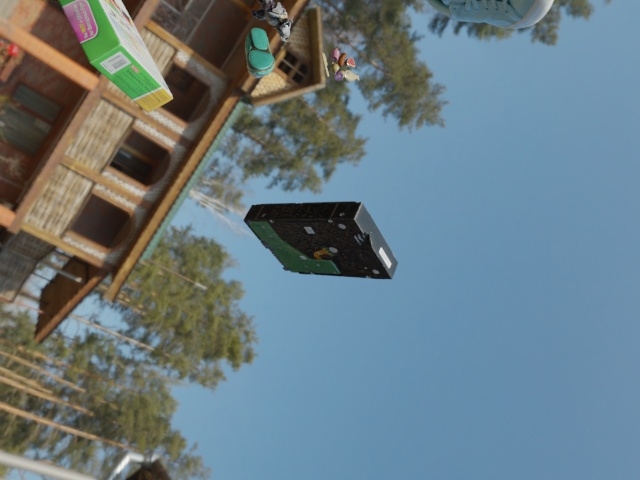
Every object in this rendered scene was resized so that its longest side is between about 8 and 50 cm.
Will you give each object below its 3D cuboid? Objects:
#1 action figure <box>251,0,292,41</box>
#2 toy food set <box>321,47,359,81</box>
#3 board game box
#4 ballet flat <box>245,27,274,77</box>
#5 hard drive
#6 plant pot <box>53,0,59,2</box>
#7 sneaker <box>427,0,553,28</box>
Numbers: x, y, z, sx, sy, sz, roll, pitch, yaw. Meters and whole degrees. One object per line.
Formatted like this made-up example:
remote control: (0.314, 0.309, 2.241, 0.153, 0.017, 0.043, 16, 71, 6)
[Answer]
action figure: (-0.176, -0.757, 1.804, 0.099, 0.285, 0.185, -38, -156, -17)
toy food set: (0.053, -0.421, 1.371, 0.019, 0.122, 0.078, -11, -85, 41)
board game box: (-0.419, -0.429, 1.097, 0.064, 0.317, 0.242, -29, 169, 2)
ballet flat: (-0.184, -0.538, 1.710, 0.087, 0.083, 0.247, 109, -20, -44)
hard drive: (0.000, 0.000, 1.438, 0.338, 0.237, 0.064, 0, -129, 36)
plant pot: (-0.553, -0.687, 1.281, 0.215, 0.215, 0.230, -24, -152, 45)
sneaker: (0.331, -0.505, 1.183, 0.366, 0.150, 0.135, -134, -140, -68)
